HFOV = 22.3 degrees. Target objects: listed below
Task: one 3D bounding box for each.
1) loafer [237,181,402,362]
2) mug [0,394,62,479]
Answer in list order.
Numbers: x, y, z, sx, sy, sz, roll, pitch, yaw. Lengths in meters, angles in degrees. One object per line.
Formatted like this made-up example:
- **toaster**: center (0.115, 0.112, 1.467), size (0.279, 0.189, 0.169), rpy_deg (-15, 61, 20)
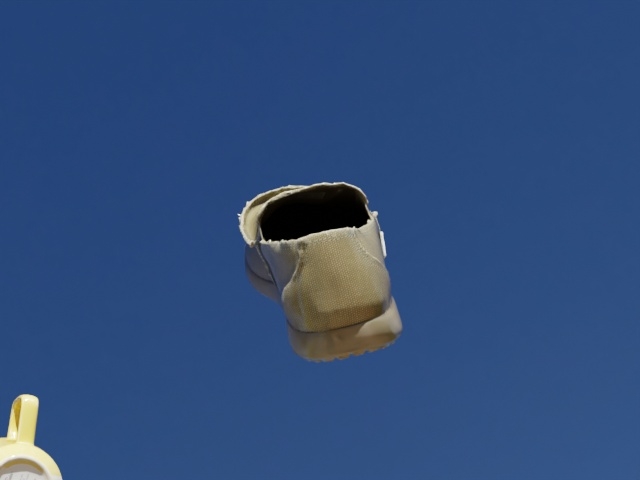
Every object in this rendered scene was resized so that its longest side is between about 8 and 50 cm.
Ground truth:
- **loafer**: center (0.000, 0.000, 0.627), size (0.056, 0.148, 0.050), rpy_deg (-11, -71, -11)
- **mug**: center (-0.171, 0.130, 0.884), size (0.062, 0.078, 0.064), rpy_deg (-23, -4, -20)
